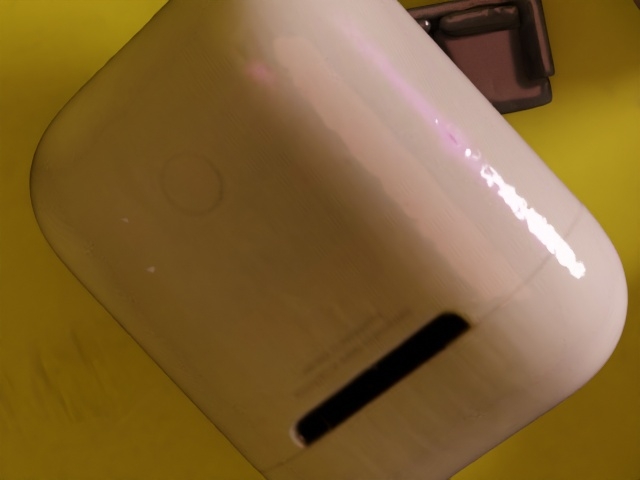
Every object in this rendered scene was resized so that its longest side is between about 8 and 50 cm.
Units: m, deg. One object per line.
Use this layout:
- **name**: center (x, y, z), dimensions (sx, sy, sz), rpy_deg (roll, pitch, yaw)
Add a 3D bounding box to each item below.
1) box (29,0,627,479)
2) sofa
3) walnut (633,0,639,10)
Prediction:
- **box**: center (0.000, 0.000, 1.008), dimensions (0.288, 0.141, 0.349), rpy_deg (-39, 97, 28)
- **sofa**: center (0.080, -0.117, 1.059), dimensions (0.147, 0.060, 0.085), rpy_deg (-10, 99, 1)
- **walnut**: center (0.271, -0.220, 0.993), dimensions (0.178, 0.178, 0.230), rpy_deg (16, 108, -3)
